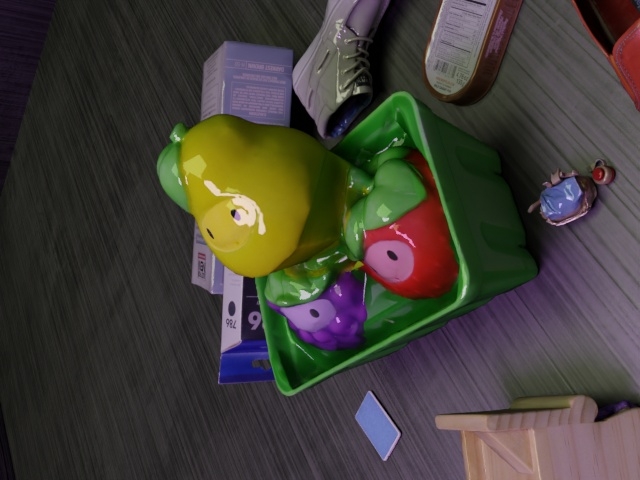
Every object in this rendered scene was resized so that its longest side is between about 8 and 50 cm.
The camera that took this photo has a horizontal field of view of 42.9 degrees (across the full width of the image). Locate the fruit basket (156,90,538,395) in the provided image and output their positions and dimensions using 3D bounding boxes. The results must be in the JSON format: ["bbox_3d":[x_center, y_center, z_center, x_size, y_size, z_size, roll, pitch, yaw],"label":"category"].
[{"bbox_3d":[0.000,0.000,0.933,0.392,0.392,0.283,-38,58,47],"label":"fruit basket"}]

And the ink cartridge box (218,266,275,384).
[{"bbox_3d":[-0.056,0.044,1.176,0.065,0.165,0.333,5,92,55],"label":"ink cartridge box"}]

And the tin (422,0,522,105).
[{"bbox_3d":[0.180,-0.256,0.977,0.106,0.040,0.190,35,116,45],"label":"tin"}]

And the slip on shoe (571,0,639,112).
[{"bbox_3d":[0.313,-0.165,0.730,0.123,0.101,0.331,-46,54,40],"label":"slip on shoe"}]

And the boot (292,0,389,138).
[{"bbox_3d":[0.050,-0.256,1.125,0.123,0.095,0.258,65,145,25],"label":"boot"}]

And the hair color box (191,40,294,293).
[{"bbox_3d":[-0.128,-0.107,1.292,0.185,0.113,0.375,-174,87,-72],"label":"hair color box"}]

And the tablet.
[{"bbox_3d":[0.078,0.252,1.112,0.083,0.006,0.054,52,129,43],"label":"tablet"}]

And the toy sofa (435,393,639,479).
[{"bbox_3d":[0.235,0.336,0.795,0.150,0.177,0.363,131,134,-74],"label":"toy sofa"}]

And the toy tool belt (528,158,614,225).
[{"bbox_3d":[0.257,-0.051,0.841,0.083,0.051,0.052,-45,53,43],"label":"toy tool belt"}]
